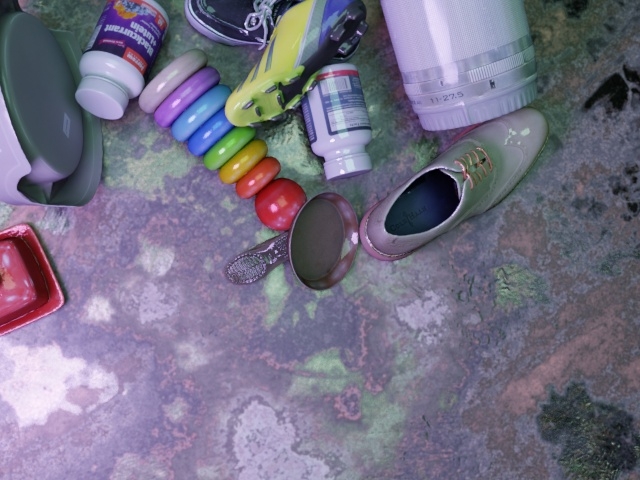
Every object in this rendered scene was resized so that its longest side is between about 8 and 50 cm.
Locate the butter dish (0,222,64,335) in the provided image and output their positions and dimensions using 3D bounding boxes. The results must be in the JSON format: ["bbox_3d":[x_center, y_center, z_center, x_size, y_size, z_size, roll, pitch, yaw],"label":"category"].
[{"bbox_3d":[-0.518,0.067,1.310,0.159,0.118,0.160,-25,90,-6],"label":"butter dish"}]

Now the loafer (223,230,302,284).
[{"bbox_3d":[-0.094,0.030,1.395,0.148,0.050,0.056,-25,95,8],"label":"loafer"}]

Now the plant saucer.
[{"bbox_3d":[0.000,0.000,1.376,0.168,0.029,0.169,-10,104,-45],"label":"plant saucer"}]

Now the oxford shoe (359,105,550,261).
[{"bbox_3d":[0.248,-0.101,1.388,0.397,0.146,0.140,-40,89,-9],"label":"oxford shoe"}]

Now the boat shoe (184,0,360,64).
[{"bbox_3d":[-0.080,-0.375,1.391,0.306,0.105,0.113,19,85,-5],"label":"boat shoe"}]

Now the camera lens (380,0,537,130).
[{"bbox_3d":[0.226,-0.341,1.342,0.219,0.219,0.274,-20,106,-7],"label":"camera lens"}]

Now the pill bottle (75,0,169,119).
[{"bbox_3d":[-0.325,-0.298,1.334,0.108,0.108,0.194,18,67,-5],"label":"pill bottle"}]

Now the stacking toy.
[{"bbox_3d":[-0.143,-0.154,1.369,0.141,0.141,0.330,-43,98,-7],"label":"stacking toy"}]

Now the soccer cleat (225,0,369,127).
[{"bbox_3d":[-0.051,-0.298,1.316,0.289,0.093,0.121,-44,65,-4],"label":"soccer cleat"}]

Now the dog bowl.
[{"bbox_3d":[-0.445,-0.211,1.235,0.102,0.349,0.349,-10,87,7],"label":"dog bowl"}]

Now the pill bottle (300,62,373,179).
[{"bbox_3d":[0.029,-0.198,1.392,0.107,0.108,0.180,-12,88,-7],"label":"pill bottle"}]
